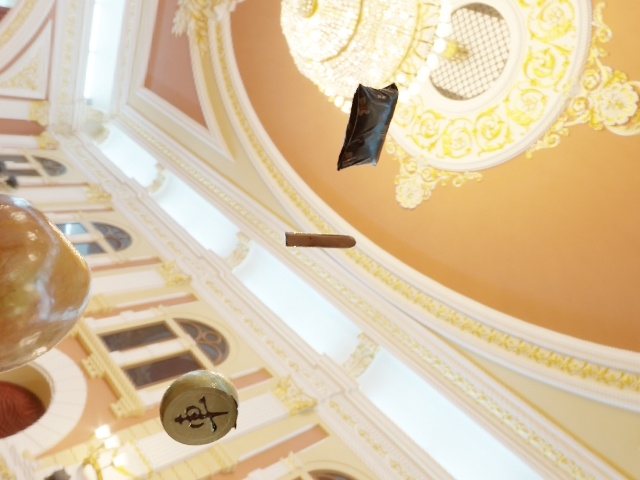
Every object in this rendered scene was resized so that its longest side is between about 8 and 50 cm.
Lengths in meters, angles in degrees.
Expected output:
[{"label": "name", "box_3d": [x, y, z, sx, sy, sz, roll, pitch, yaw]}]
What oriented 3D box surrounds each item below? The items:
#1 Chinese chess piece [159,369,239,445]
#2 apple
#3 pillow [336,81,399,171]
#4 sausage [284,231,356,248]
[{"label": "Chinese chess piece", "box_3d": [-0.127, 0.178, 0.573, 0.034, 0.084, 0.084, -123, -135, -62]}, {"label": "apple", "box_3d": [-0.433, 0.049, 0.718, 0.253, 0.253, 0.253, 6, -82, 43]}, {"label": "pillow", "box_3d": [0.079, -0.185, 0.889, 0.048, 0.090, 0.150, -124, -139, -49]}, {"label": "sausage", "box_3d": [0.000, 0.000, 0.852, 0.026, 0.116, 0.026, -178, -90, -78]}]
